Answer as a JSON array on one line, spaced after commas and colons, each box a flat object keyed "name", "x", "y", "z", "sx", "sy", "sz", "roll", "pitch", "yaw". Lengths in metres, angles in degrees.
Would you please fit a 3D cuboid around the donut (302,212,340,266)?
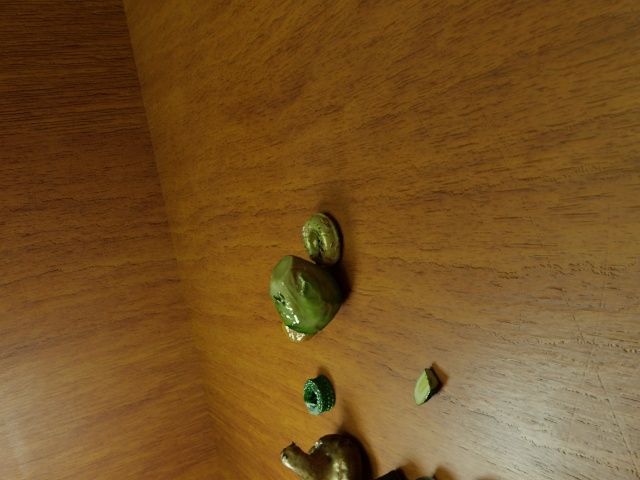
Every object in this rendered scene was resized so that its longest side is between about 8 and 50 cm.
[{"name": "donut", "x": 0.000, "y": 0.000, "z": 1.825, "sx": 0.175, "sy": 0.068, "sz": 0.174, "roll": 30, "pitch": 126, "yaw": 53}]

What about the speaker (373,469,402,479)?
[{"name": "speaker", "x": 0.201, "y": 0.823, "z": 1.714, "sx": 0.231, "sy": 0.153, "sz": 0.192, "roll": 53, "pitch": 148, "yaw": 36}]

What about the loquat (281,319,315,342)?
[{"name": "loquat", "x": -0.067, "y": 0.286, "z": 2.023, "sx": 0.137, "sy": 0.113, "sz": 0.137, "roll": -5, "pitch": 82, "yaw": 44}]

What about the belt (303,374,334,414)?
[{"name": "belt", "x": -0.015, "y": 0.549, "z": 2.068, "sx": 0.121, "sy": 0.079, "sz": 0.151, "roll": 55, "pitch": 145, "yaw": 34}]

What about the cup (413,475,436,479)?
[{"name": "cup", "x": 0.282, "y": 0.728, "z": 1.591, "sx": 0.136, "sy": 0.099, "sz": 0.133, "roll": 56, "pitch": 145, "yaw": 39}]

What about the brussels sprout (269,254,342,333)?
[{"name": "brussels sprout", "x": -0.052, "y": 0.163, "z": 1.808, "sx": 0.271, "sy": 0.210, "sz": 0.219, "roll": 51, "pitch": 177, "yaw": -40}]

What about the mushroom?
[{"name": "mushroom", "x": 0.011, "y": 0.785, "z": 1.959, "sx": 0.267, "sy": 0.255, "sz": 0.267, "roll": 168, "pitch": 90, "yaw": -74}]

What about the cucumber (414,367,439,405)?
[{"name": "cucumber", "x": 0.274, "y": 0.387, "z": 1.531, "sx": 0.107, "sy": 0.035, "sz": 0.067, "roll": 108, "pitch": 157, "yaw": -45}]
